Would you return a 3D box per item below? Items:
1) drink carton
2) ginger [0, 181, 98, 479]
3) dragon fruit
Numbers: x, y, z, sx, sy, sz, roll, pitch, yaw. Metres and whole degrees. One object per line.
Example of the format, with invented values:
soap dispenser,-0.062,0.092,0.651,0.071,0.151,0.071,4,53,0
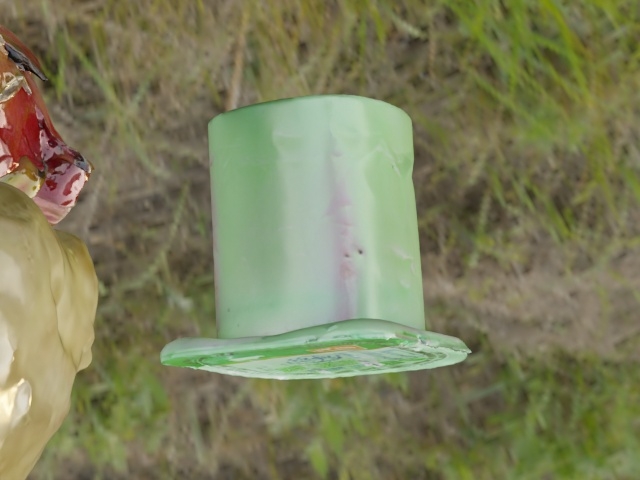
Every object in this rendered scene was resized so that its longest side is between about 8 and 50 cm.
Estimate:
drink carton,0.000,0.000,1.053,0.146,0.142,0.144,-10,166,27
ginger,-0.131,0.021,0.472,0.122,0.115,0.193,-51,158,-4
dragon fruit,-0.195,-0.054,0.923,0.166,0.136,0.133,31,87,-7
